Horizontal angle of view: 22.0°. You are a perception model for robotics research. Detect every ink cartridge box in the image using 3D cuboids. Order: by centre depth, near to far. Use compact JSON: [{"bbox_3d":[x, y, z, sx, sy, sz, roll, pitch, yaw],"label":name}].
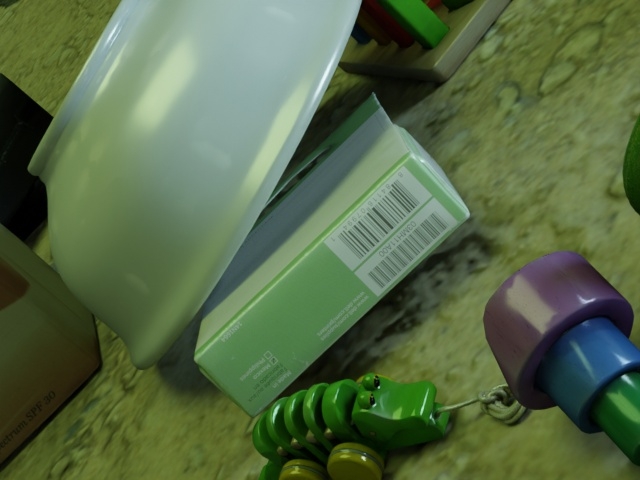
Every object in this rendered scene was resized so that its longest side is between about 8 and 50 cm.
[{"bbox_3d":[0.000,0.000,1.011,0.171,0.056,0.235,-44,10,7],"label":"ink cartridge box"}]

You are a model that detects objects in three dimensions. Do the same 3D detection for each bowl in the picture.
[{"bbox_3d":[-0.101,-0.075,1.086,0.298,0.134,0.298,-59,9,14],"label":"bowl"}]

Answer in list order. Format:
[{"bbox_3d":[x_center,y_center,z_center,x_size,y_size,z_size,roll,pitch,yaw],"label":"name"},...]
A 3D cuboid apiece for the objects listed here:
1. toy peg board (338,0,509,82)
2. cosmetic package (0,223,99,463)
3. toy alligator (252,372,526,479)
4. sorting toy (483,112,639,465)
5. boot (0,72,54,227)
[{"bbox_3d":[0.073,-0.201,1.162,0.161,0.079,0.160,-51,25,-9],"label":"toy peg board"},{"bbox_3d":[-0.319,0.026,1.200,0.153,0.296,0.129,-45,23,7],"label":"cosmetic package"},{"bbox_3d":[0.021,0.090,0.840,0.189,0.051,0.056,-25,33,41],"label":"toy alligator"},{"bbox_3d":[0.228,-0.041,0.678,0.365,0.127,0.126,-47,53,8],"label":"sorting toy"},{"bbox_3d":[-0.450,0.070,1.533,0.367,0.146,0.445,-15,42,38],"label":"boot"}]
